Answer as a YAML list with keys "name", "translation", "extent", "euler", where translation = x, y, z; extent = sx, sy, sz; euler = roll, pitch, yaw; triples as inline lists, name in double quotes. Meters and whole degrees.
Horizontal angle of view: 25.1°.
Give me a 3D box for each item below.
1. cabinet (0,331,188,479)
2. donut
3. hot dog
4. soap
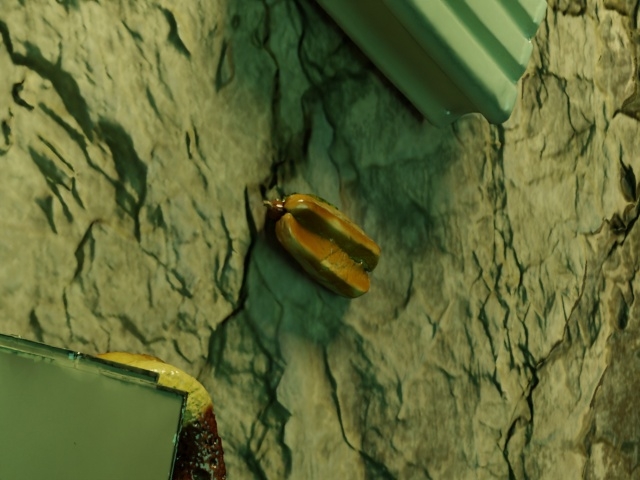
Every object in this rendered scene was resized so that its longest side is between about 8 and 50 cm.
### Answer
- name: "cabinet"
  translation: [-0.198, 0.114, 0.728]
  extent: [0.206, 0.145, 0.150]
  euler: [21, 74, -48]
- name: "donut"
  translation: [-0.114, 0.137, 0.898]
  extent: [0.140, 0.059, 0.140]
  euler: [1, 89, -46]
- name: "hot dog"
  translation: [0.000, 0.000, 1.046]
  extent: [0.133, 0.041, 0.056]
  euler: [39, 70, -49]
- name: "soap"
  translation: [0.068, -0.223, 1.079]
  extent: [0.265, 0.087, 0.160]
  euler: [41, 61, -41]
